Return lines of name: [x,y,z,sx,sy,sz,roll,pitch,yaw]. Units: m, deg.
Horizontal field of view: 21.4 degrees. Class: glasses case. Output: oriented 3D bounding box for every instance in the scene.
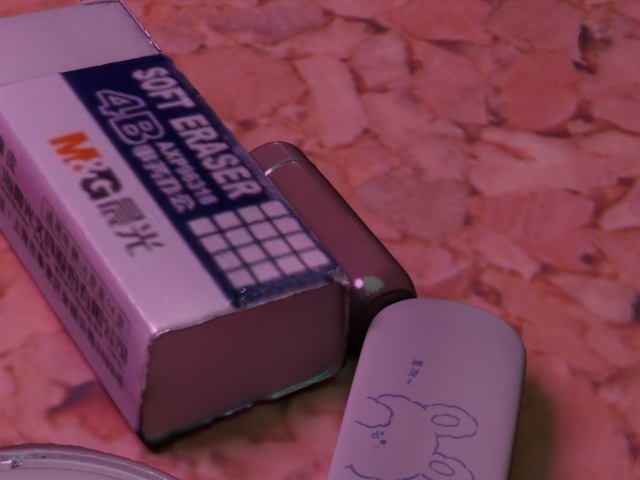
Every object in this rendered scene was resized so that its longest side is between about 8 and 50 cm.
glasses case: [0.050,0.118,0.850,0.092,0.059,0.233,13,44,5]

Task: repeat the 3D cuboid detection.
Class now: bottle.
bottle: [0.000,0.000,0.976,0.053,0.053,0.140,-19,49,-24]

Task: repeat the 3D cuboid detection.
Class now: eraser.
eraser: [-0.108,-0.023,0.965,0.130,0.086,0.287,-17,47,-25]

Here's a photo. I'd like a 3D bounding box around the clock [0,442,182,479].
clock: [-0.129,0.190,0.756,0.244,0.056,0.244,3,42,-3]
